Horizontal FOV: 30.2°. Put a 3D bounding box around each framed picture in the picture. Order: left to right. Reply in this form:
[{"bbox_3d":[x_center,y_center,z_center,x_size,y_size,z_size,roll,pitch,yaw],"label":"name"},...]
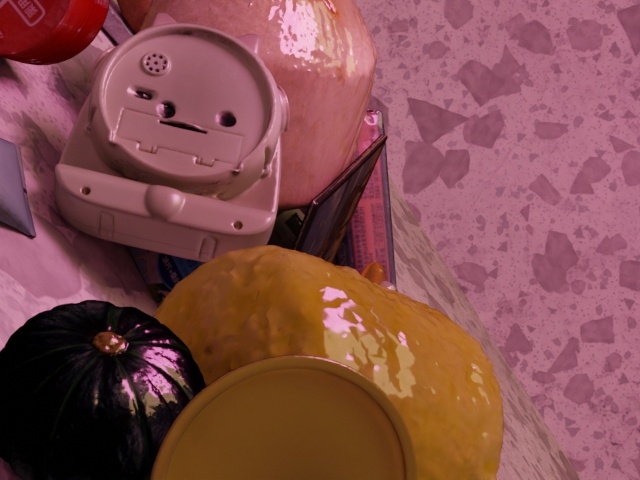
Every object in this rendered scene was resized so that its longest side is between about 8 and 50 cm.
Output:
[{"bbox_3d":[0.000,0.000,1.736,0.016,0.265,0.347,28,26,8],"label":"framed picture"}]

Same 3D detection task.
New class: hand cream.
[{"bbox_3d":[-0.367,-0.087,1.171,0.312,0.070,0.111,47,27,-71],"label":"hand cream"},{"bbox_3d":[-0.369,-0.318,1.483,0.193,0.193,0.125,56,12,7],"label":"hand cream"}]

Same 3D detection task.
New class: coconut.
[{"bbox_3d":[-0.117,-0.208,1.735,0.415,0.415,0.344,43,8,-42],"label":"coconut"}]

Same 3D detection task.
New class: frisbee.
[{"bbox_3d":[-0.030,0.209,0.987,0.236,0.236,0.017,51,-8,-17],"label":"frisbee"}]

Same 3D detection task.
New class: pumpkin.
[{"bbox_3d":[-0.193,0.136,1.017,0.194,0.150,0.194,26,12,-6],"label":"pumpkin"}]

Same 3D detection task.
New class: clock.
[{"bbox_3d":[-0.168,-0.143,1.440,0.108,0.265,0.324,112,-12,-64],"label":"clock"}]

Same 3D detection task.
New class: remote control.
[{"bbox_3d":[-0.073,0.025,1.799,0.090,0.038,0.309,53,26,-3],"label":"remote control"}]

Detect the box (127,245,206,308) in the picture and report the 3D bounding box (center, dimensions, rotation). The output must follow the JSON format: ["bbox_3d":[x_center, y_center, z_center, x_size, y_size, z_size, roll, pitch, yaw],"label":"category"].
[{"bbox_3d":[-0.140,0.040,1.501,0.232,0.142,0.083,61,14,23],"label":"box"}]

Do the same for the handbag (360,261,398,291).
[{"bbox_3d":[0.057,0.214,1.663,0.401,0.133,0.283,-63,139,-71],"label":"handbag"}]

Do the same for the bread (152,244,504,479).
[{"bbox_3d":[-0.019,0.182,1.194,0.308,0.348,0.348,33,24,-36],"label":"bread"}]

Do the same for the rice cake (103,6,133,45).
[{"bbox_3d":[-0.332,-0.340,2.020,0.211,0.034,0.043,50,5,-17],"label":"rice cake"}]

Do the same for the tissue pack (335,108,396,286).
[{"bbox_3d":[0.055,-0.058,2.104,0.228,0.103,0.316,158,-72,-74],"label":"tissue pack"}]

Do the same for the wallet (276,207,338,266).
[{"bbox_3d":[-0.028,0.050,1.943,0.197,0.051,0.377,17,47,-53],"label":"wallet"}]

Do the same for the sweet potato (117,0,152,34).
[{"bbox_3d":[-0.266,-0.389,2.171,0.337,0.131,0.131,49,14,-23],"label":"sweet potato"}]
